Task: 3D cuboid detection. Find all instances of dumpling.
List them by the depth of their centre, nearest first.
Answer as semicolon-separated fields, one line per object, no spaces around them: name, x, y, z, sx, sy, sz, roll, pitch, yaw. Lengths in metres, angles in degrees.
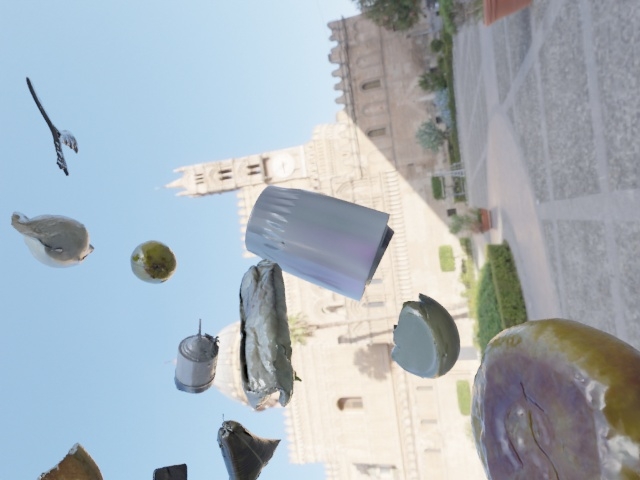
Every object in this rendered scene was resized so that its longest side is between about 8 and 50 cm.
dumpling;-0.846;-0.024;1.389;0.175;0.227;0.243;-48;-13;-36

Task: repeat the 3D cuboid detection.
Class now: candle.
candle;-0.545;0.510;1.965;0.187;0.187;0.330;-57;-17;-63

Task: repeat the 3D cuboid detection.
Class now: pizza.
pizza;-0.532;0.530;0.922;0.062;0.161;0.182;23;138;66

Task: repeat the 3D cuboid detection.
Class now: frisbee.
frisbee;-0.549;-0.212;0.931;0.211;0.012;0.187;96;152;-67

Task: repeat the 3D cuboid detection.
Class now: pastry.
pastry;0.342;0.279;0.611;0.356;0.163;0.356;180;90;-77

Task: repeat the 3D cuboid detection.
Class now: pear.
pear;-0.562;0.074;1.494;0.148;0.162;0.149;-11;-72;-38

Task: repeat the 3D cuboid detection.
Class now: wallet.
wallet;-0.487;0.774;1.437;0.156;0.018;0.082;39;-140;-59

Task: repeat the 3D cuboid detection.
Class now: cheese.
cheese;0.252;0.228;1.069;0.091;0.175;0.203;-24;-60;-43

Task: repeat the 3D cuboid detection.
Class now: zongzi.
zongzi;-0.229;0.643;1.455;0.241;0.111;0.248;-36;-62;-56

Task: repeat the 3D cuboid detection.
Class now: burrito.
burrito;-0.057;0.083;0.446;0.045;0.058;0.188;57;-167;-39

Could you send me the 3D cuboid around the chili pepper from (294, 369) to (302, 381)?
chili pepper;-0.129;0.332;1.224;0.049;0.208;0.043;-44;-45;-12

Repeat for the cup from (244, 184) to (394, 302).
cup;0.000;0.000;1.219;0.253;0.371;0.253;18;-90;-82
